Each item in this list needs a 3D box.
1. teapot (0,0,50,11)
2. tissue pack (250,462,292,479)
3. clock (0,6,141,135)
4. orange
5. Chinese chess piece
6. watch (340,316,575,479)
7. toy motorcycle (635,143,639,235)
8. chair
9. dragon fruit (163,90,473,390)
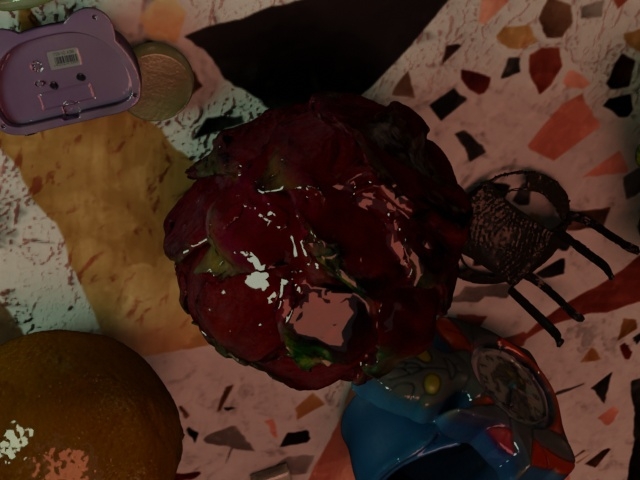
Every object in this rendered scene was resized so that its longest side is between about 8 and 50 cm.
[{"bbox_3d":[-0.298,-0.255,1.059,0.091,0.092,0.124,-19,122,15],"label":"teapot"},{"bbox_3d":[-0.059,0.357,1.593,0.056,0.023,0.108,-19,126,-6],"label":"tissue pack"},{"bbox_3d":[-0.255,-0.171,1.134,0.153,0.050,0.110,-13,114,3],"label":"clock"},{"bbox_3d":[-0.280,0.223,1.291,0.264,0.264,0.264,-9,125,-13],"label":"orange"},{"bbox_3d":[-0.173,-0.164,1.196,0.084,0.034,0.084,-8,124,-12],"label":"Chinese chess piece"},{"bbox_3d":[0.136,0.258,1.486,0.305,0.241,0.274,15,130,-27],"label":"watch"},{"bbox_3d":[0.449,-0.080,1.394,0.206,0.142,0.342,-41,137,-24],"label":"toy motorcycle"},{"bbox_3d":[0.265,0.014,1.439,0.213,0.149,0.174,38,114,9],"label":"chair"},{"bbox_3d":[0.002,0.002,1.201,0.329,0.329,0.329,-9,125,-13],"label":"dragon fruit"}]
